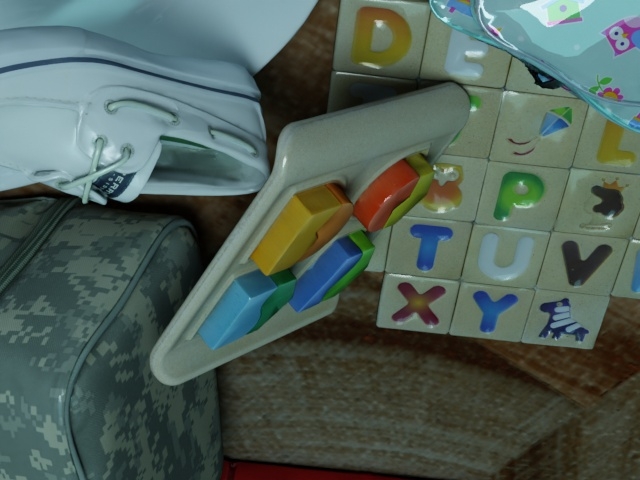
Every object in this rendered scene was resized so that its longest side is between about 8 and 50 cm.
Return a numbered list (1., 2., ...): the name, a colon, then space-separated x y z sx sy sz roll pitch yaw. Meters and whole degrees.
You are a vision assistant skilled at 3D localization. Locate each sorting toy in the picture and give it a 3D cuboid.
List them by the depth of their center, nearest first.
1. sorting toy: 0.000 0.000 0.752 0.038 0.193 0.208 46 128 19

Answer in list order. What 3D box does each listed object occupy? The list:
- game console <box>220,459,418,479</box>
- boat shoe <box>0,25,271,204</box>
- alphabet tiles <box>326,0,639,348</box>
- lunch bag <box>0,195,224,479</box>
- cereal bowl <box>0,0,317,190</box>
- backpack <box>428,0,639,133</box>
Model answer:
1. game console: 0.010 0.357 1.134 0.342 0.060 0.386 7 131 -1
2. boat shoe: -0.110 -0.058 0.616 0.226 0.075 0.083 -6 157 -42
3. alphabet tiles: 0.143 -0.055 0.809 0.285 0.011 0.342 7 130 -1
4. lunch bag: -0.227 0.124 0.870 0.256 0.212 0.305 10 131 17
5. cereal bowl: -0.171 -0.156 0.608 0.339 0.141 0.339 -21 164 -7
6. backpack: 0.169 -0.148 0.635 0.188 0.144 0.166 26 111 -18
